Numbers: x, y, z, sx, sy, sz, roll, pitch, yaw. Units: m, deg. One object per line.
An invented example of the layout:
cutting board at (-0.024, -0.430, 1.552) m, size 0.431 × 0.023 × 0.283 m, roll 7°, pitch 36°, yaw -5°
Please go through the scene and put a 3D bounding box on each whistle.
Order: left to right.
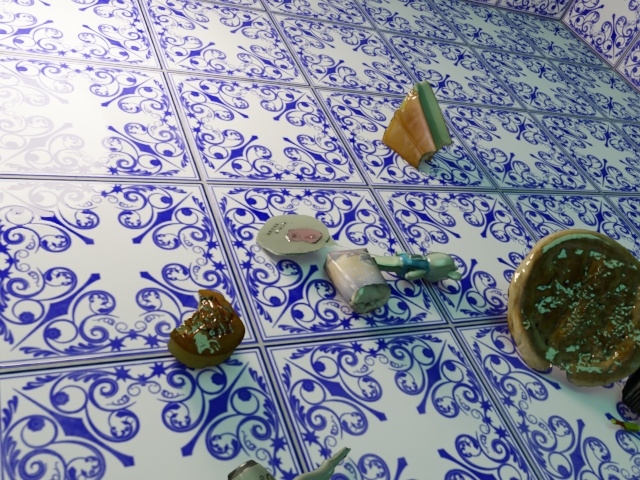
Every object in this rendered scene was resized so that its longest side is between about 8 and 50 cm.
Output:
whistle at (0.237, 0.066, 1.625) m, size 0.235 × 0.077 × 0.114 m, roll 3°, pitch 35°, yaw -17°

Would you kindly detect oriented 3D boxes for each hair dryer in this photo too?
hair dryer at (-0.011, 0.463, 1.066) m, size 0.267 × 0.092 × 0.229 m, roll 5°, pitch 50°, yaw -37°

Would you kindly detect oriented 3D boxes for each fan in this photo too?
fan at (0.000, -0.001, 1.541) m, size 0.309 × 0.010 × 0.182 m, roll 14°, pitch 38°, yaw 16°

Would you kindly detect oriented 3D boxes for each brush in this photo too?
brush at (0.703, 0.430, 1.507) m, size 0.083 × 0.021 × 0.019 m, roll 17°, pitch 41°, yaw -19°

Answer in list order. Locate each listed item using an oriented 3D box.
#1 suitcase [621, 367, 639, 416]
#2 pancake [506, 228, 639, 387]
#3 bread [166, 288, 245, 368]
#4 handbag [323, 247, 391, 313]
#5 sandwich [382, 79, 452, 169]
suitcase at (0.887, 0.308, 1.488) m, size 0.229 × 0.335 × 0.152 m, roll 39°, pitch 26°, yaw 16°
pancake at (0.634, 0.170, 1.563) m, size 0.381 × 0.071 × 0.383 m, roll 0°, pitch 82°, yaw 1°
bread at (-0.212, 0.177, 1.251) m, size 0.125 × 0.086 × 0.156 m, roll 27°, pitch 40°, yaw 0°
handbag at (0.088, 0.097, 1.501) m, size 0.117 × 0.095 × 0.173 m, roll -6°, pitch 41°, yaw -24°
sandwich at (0.321, -0.351, 2.006) m, size 0.186 × 0.220 × 0.108 m, roll 41°, pitch 40°, yaw 18°
